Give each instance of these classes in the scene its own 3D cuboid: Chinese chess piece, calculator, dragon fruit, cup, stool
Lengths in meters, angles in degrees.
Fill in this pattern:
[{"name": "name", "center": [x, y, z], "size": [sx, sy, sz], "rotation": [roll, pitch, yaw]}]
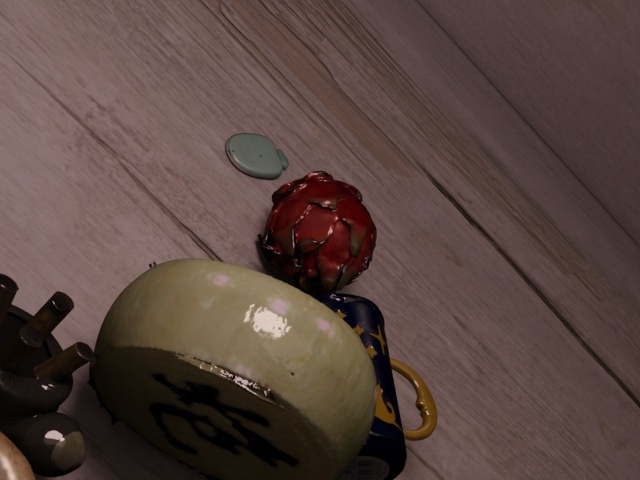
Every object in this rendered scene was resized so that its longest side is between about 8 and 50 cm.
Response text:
[{"name": "Chinese chess piece", "center": [-0.106, 0.175, 1.052], "size": [0.349, 0.349, 0.146], "rotation": [39, 53, -20]}, {"name": "calculator", "center": [-0.115, -0.159, 1.619], "size": [0.153, 0.021, 0.095], "rotation": [-2, 62, -47]}, {"name": "dragon fruit", "center": [0.000, 0.000, 1.488], "size": [0.192, 0.193, 0.274], "rotation": [51, 23, -58]}, {"name": "cup", "center": [0.070, 0.231, 1.295], "size": [0.255, 0.178, 0.256], "rotation": [-2, 47, -9]}, {"name": "stool", "center": [-0.328, 0.146, 0.966], "size": [0.228, 0.139, 0.153], "rotation": [45, 14, -8]}]

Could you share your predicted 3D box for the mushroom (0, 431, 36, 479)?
[{"name": "mushroom", "center": [-0.350, 0.284, 0.799], "size": [0.189, 0.195, 0.253], "rotation": [43, 37, -20]}]
